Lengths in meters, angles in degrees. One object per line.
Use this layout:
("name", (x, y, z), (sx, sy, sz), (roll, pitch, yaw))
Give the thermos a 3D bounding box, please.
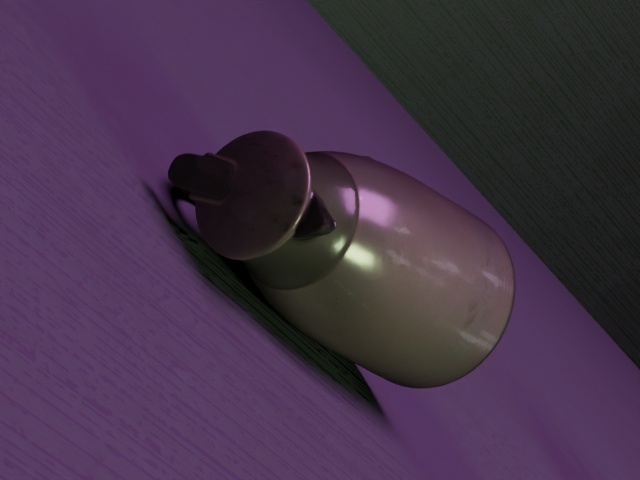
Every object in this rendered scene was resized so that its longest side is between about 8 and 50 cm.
("thermos", (0.000, 0.000, 0.862), (0.137, 0.105, 0.193), (25, -2, 37))
